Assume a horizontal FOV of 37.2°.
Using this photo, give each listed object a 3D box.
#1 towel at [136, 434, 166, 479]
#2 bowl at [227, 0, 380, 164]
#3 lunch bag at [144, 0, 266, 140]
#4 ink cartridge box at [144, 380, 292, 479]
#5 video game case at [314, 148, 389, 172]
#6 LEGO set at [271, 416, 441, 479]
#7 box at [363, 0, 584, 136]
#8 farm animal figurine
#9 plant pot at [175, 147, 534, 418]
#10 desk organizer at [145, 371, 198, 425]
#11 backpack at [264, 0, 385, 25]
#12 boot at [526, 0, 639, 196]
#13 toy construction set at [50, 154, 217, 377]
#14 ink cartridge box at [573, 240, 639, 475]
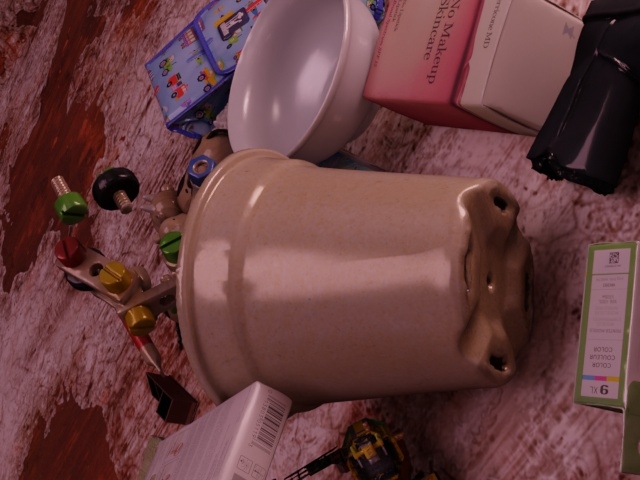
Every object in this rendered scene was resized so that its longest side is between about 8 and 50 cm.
[{"bbox_3d":[-0.272,0.400,1.642,0.148,0.027,0.110,9,83,55],"label":"towel"},{"bbox_3d":[-0.001,-0.225,1.346,0.298,0.134,0.297,-30,52,48],"label":"bowl"},{"bbox_3d":[-0.161,-0.334,1.724,0.293,0.138,0.221,-45,42,17],"label":"lunch bag"},{"bbox_3d":[-0.132,0.267,1.013,0.225,0.056,0.181,-40,22,44],"label":"ink cartridge box"},{"bbox_3d":[0.000,0.000,1.395,0.244,0.061,0.269,35,106,53],"label":"video game case"},{"bbox_3d":[0.001,0.353,1.000,0.192,0.331,0.254,-139,29,-84],"label":"LEGO set"},{"bbox_3d":[0.182,-0.221,1.172,0.232,0.127,0.148,16,90,56],"label":"box"},{"bbox_3d":[-0.193,-0.043,1.513,0.326,0.172,0.330,-62,22,21],"label":"farm animal figurine"},{"bbox_3d":[0.062,0.048,1.071,0.306,0.334,0.333,-3,73,31],"label":"plant pot"},{"bbox_3d":[-0.268,0.276,1.664,0.130,0.050,0.047,26,98,55],"label":"desk organizer"},{"bbox_3d":[-0.006,-0.373,1.455,0.158,0.173,0.116,-35,50,41],"label":"backpack"},{"bbox_3d":[0.327,-0.144,0.964,0.246,0.094,0.207,19,89,62],"label":"boot"},{"bbox_3d":[-0.189,0.072,1.230,0.237,0.258,0.308,53,147,30],"label":"toy construction set"},{"bbox_3d":[0.299,0.113,0.891,0.062,0.109,0.209,-8,71,53],"label":"ink cartridge box"}]
